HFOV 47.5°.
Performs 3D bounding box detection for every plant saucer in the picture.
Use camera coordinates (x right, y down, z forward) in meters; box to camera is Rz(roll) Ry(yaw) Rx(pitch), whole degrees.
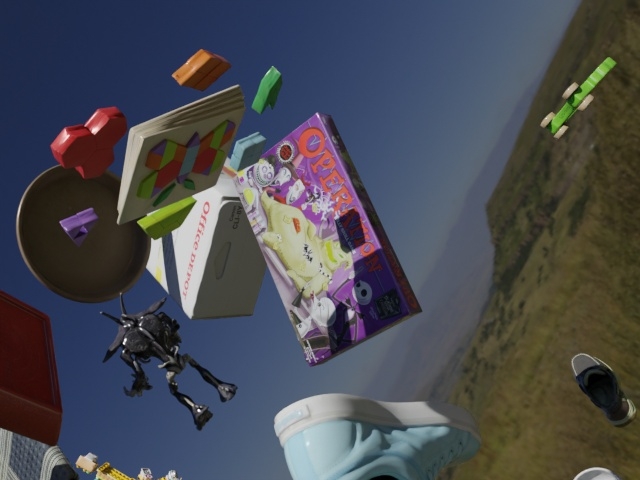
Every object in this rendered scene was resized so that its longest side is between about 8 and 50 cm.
[{"bbox_3d":[-0.498,0.166,1.126,0.047,0.258,0.259,-33,-40,8],"label":"plant saucer"},{"bbox_3d":[-0.457,-0.014,1.412,0.041,0.278,0.278,-15,27,44],"label":"plant saucer"}]

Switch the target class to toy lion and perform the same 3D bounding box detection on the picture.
[{"bbox_3d":[0.341,-0.190,0.944,0.096,0.034,0.100,-42,-11,-27],"label":"toy lion"}]

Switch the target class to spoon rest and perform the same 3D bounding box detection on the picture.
[{"bbox_3d":[0.719,0.675,1.752,0.137,0.276,0.084,-39,-9,13],"label":"spoon rest"}]

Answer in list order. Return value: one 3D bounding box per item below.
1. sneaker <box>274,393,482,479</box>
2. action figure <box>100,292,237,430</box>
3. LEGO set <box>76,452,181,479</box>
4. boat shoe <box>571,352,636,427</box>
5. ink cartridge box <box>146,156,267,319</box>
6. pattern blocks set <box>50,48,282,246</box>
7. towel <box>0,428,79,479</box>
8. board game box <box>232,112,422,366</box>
[{"bbox_3d":[0.095,0.297,0.942,0.366,0.150,0.135,14,-43,-40],"label":"sneaker"},{"bbox_3d":[-0.291,0.221,1.331,0.164,0.275,0.141,-48,5,-34],"label":"action figure"},{"bbox_3d":[-0.508,0.654,1.903,0.107,0.287,0.132,-65,25,11],"label":"LEGO set"},{"bbox_3d":[0.592,0.300,1.548,0.080,0.073,0.223,-36,24,11],"label":"boat shoe"},{"bbox_3d":[-0.267,-0.039,1.585,0.160,0.384,0.279,1,-64,-38],"label":"ink cartridge box"},{"bbox_3d":[-0.167,-0.100,0.870,0.325,0.026,0.285,-38,-19,-33],"label":"pattern blocks set"},{"bbox_3d":[-0.566,0.495,1.426,0.056,0.312,0.324,-4,-63,-46],"label":"towel"},{"bbox_3d":[0.000,0.000,1.152,0.208,0.347,0.056,-32,-17,27],"label":"board game box"}]
